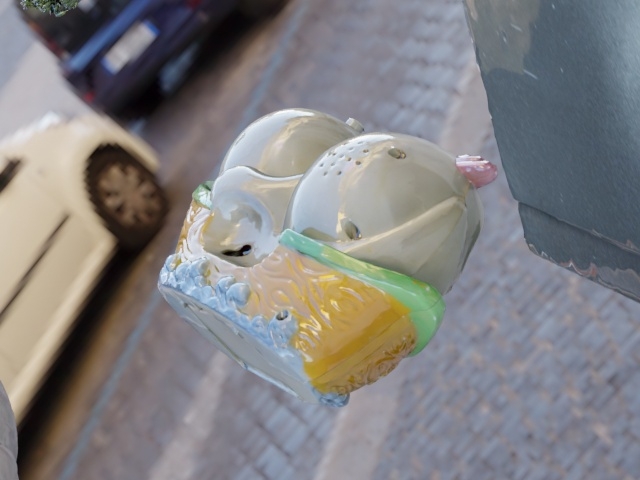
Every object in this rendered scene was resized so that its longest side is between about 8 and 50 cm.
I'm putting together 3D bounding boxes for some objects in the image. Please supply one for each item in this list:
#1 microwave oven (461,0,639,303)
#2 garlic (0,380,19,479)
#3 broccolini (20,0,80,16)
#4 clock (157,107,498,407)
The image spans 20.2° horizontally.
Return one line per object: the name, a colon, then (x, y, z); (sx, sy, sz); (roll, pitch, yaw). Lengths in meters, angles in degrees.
microwave oven: (0.279, -0.191, 0.698); (0.432, 0.374, 0.236); (-21, 20, -16)
garlic: (-0.318, 0.152, 1.102); (0.317, 0.259, 0.317); (-7, 61, 13)
broccolini: (-0.108, -0.200, 1.135); (0.194, 0.052, 0.054); (-34, -26, -3)
clock: (0.000, 0.000, 0.906); (0.144, 0.103, 0.231); (-47, 32, -13)
